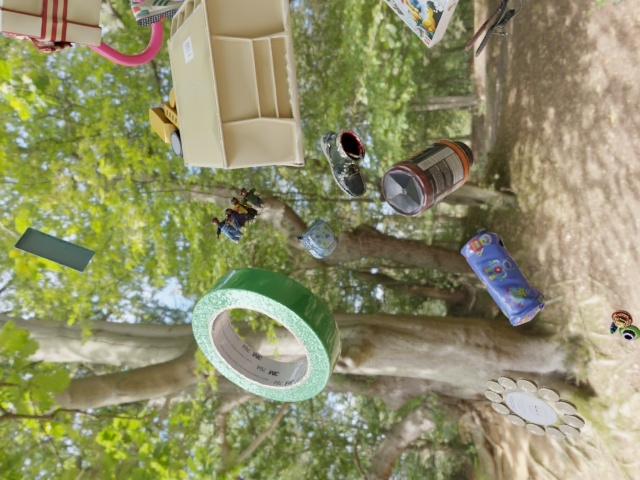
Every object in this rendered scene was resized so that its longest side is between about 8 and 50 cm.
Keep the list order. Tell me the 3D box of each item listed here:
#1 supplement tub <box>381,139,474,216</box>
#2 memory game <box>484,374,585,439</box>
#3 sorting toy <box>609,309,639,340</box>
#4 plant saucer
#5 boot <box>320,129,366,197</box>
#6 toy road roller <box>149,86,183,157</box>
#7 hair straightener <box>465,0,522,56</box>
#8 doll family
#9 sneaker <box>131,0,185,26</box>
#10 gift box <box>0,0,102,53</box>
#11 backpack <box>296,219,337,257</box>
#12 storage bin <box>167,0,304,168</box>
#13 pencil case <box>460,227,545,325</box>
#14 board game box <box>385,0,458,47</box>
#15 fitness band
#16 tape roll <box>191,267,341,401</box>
[{"bbox_3d":[0.214,-0.128,0.923,0.198,0.106,0.106,-31,-55,-36],"label":"supplement tub"},{"bbox_3d":[0.408,0.321,0.926,0.012,0.186,0.186,-51,-38,-33],"label":"memory game"},{"bbox_3d":[0.779,0.228,1.239,0.042,0.061,0.102,-43,-74,-36],"label":"sorting toy"},{"bbox_3d":[-0.699,0.026,1.268,0.018,0.192,0.067,109,-179,-60],"label":"plant saucer"},{"bbox_3d":[0.091,-0.232,1.472,0.236,0.085,0.178,60,169,-15],"label":"boot"},{"bbox_3d":[-0.469,-0.467,1.723,0.202,0.329,0.240,-20,-45,-32],"label":"toy road roller"},{"bbox_3d":[0.584,-0.704,1.578,0.230,0.089,0.047,-52,-16,18],"label":"hair straightener"},{"bbox_3d":[-0.259,-0.081,1.496,0.193,0.111,0.076,-55,-1,-25],"label":"doll family"},{"bbox_3d":[-0.430,-0.637,1.293,0.075,0.161,0.057,67,166,-4],"label":"sneaker"},{"bbox_3d":[-0.669,-0.575,1.067,0.276,0.255,0.258,-15,-51,-50],"label":"gift box"},{"bbox_3d":[0.000,0.000,1.621,0.105,0.084,0.114,-43,-77,-23],"label":"backpack"},{"bbox_3d":[-0.147,-0.246,0.768,0.262,0.123,0.260,19,116,61],"label":"storage bin"},{"bbox_3d":[0.568,0.110,1.496,0.306,0.133,0.119,61,-169,24],"label":"pencil case"},{"bbox_3d":[0.223,-0.675,1.249,0.305,0.053,0.193,50,171,9],"label":"board game box"},{"bbox_3d":[-0.579,-0.621,1.339,0.291,0.054,0.209,27,-96,-45],"label":"fitness band"},{"bbox_3d":[-0.118,0.208,1.030,0.077,0.321,0.321,-56,-37,-50],"label":"tape roll"}]
